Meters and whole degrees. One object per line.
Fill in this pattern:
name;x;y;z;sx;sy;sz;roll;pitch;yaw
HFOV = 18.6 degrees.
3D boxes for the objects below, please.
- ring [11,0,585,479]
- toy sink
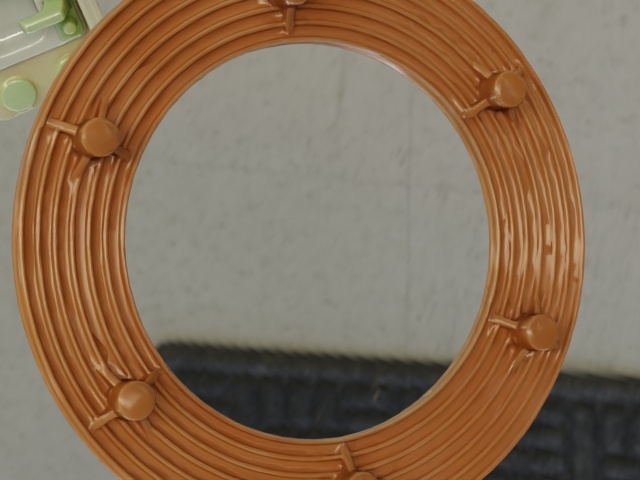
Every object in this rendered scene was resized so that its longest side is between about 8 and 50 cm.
ring;0.000;0.000;1.069;0.336;0.336;0.032;51;161;-12
toy sink;-0.272;-0.214;1.796;0.131;0.234;0.153;-24;125;-3
